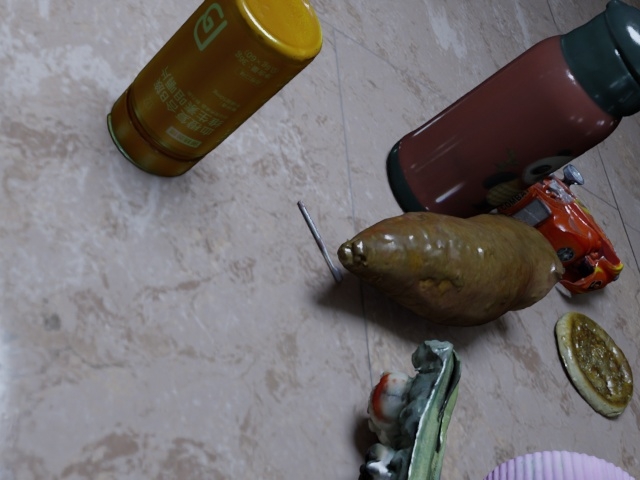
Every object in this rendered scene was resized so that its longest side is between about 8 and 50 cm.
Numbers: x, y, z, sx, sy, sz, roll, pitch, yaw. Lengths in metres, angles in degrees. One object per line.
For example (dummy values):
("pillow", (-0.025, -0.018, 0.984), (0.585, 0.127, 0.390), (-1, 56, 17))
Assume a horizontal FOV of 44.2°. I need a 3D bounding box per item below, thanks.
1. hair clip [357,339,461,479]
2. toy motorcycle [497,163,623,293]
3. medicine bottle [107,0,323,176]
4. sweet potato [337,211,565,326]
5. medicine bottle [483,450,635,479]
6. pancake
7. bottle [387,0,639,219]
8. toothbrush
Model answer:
("hair clip", (0.067, 0.236, 0.654), (0.091, 0.138, 0.321), (3, 48, 7))
("toy motorcycle", (0.351, -0.025, 1.155), (0.298, 0.089, 0.171), (42, 40, -16))
("medicine bottle", (-0.093, -0.141, 0.678), (0.096, 0.192, 0.096), (28, 45, -33))
("sweet potato", (0.135, 0.033, 0.853), (0.337, 0.131, 0.131), (-2, 65, -48))
("medicine bottle", (0.199, 0.330, 0.627), (0.178, 0.178, 0.290), (44, 30, -14))
("pancake", (0.383, 0.167, 1.096), (0.158, 0.028, 0.158), (25, 47, -30))
("bottle", (0.239, -0.142, 0.919), (0.144, 0.336, 0.144), (27, 45, -31))
("toothbrush", (0.000, 0.000, 0.825), (0.008, 0.006, 0.097), (-8, 69, -63))
